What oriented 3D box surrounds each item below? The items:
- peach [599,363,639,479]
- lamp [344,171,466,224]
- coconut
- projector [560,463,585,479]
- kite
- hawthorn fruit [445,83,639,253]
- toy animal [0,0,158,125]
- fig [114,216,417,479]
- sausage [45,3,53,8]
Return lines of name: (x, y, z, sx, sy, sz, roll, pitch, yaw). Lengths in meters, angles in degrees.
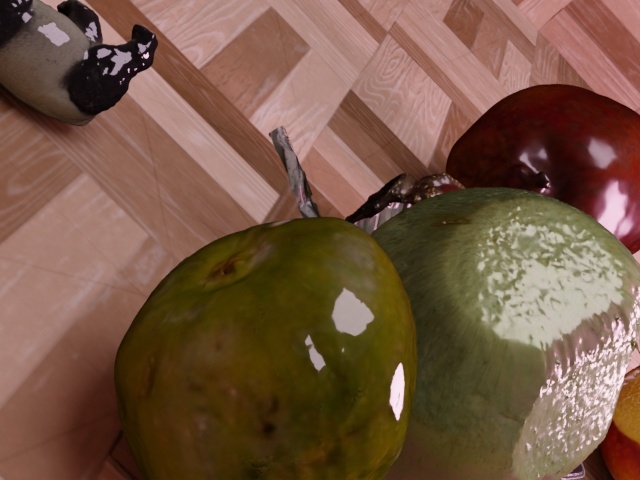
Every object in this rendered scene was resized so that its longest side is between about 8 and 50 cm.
peach: (0.453, 0.254, 1.402, 0.190, 0.190, 0.192, -25, 95, -63)
lamp: (0.149, 0.050, 1.233, 0.274, 0.177, 0.177, 46, 27, -3)
coconut: (0.139, 0.107, 1.011, 0.281, 0.328, 0.328, 29, 26, 5)
projector: (0.223, 0.242, 1.180, 0.083, 0.082, 0.083, 10, 45, -52)
kite: (0.001, 0.000, 1.093, 0.229, 0.012, 0.250, -28, 113, -27)
hawthorn fruit: (0.318, -0.070, 1.522, 0.325, 0.308, 0.308, -29, 78, -39)
toy animal: (-0.268, -0.196, 0.976, 0.225, 0.094, 0.121, 39, 70, -29)
fig: (-0.022, 0.145, 0.784, 0.233, 0.233, 0.314, -17, 92, -62)
sausage: (-0.301, -0.221, 1.038, 0.107, 0.031, 0.031, 4, 52, -55)
